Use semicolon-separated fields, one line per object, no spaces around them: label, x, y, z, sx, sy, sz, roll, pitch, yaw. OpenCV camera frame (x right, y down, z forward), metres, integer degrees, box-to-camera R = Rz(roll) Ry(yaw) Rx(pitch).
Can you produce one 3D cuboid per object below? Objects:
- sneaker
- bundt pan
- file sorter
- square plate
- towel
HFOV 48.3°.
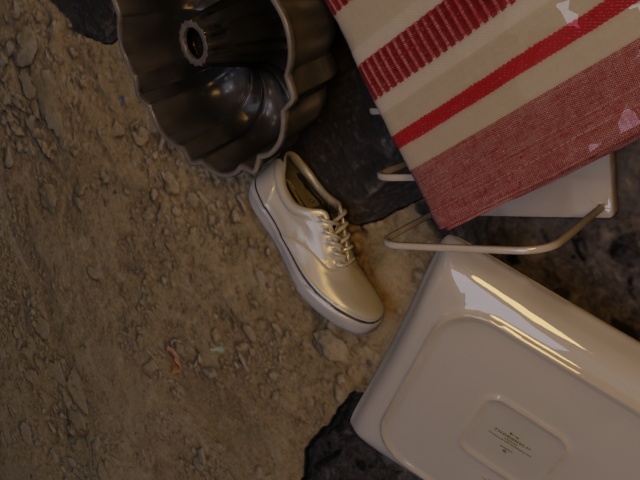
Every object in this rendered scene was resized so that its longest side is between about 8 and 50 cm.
sneaker;0.000;0.000;0.902;0.258;0.094;0.091;52;135;12
bundt pan;-0.105;-0.248;0.857;0.330;0.124;0.331;26;129;37
file sorter;0.153;-0.141;0.677;0.192;0.173;0.278;2;107;38
square plate;0.217;0.210;0.780;0.347;0.049;0.344;32;129;14
towel;0.114;-0.196;0.554;0.237;0.037;0.329;-29;85;42
